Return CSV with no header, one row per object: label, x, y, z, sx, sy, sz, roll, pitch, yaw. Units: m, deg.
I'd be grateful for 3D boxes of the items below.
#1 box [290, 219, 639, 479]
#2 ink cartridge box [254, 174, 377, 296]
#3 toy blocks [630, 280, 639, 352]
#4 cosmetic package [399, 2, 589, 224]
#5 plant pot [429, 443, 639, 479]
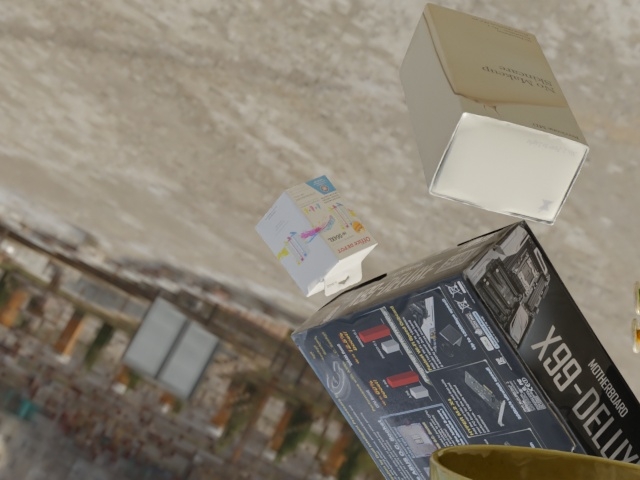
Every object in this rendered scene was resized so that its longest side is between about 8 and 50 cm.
box,0.140,0.157,0.962,0.307,0.076,0.242,56,147,-5
ink cartridge box,0.000,0.000,1.717,0.143,0.092,0.090,52,131,13
toy blocks,0.543,0.111,1.867,0.148,0.123,0.054,-3,143,24
cosmetic package,0.198,-0.159,1.505,0.160,0.113,0.309,13,-150,-13
plant pot,0.104,0.143,0.502,0.134,0.095,0.134,9,-179,0
